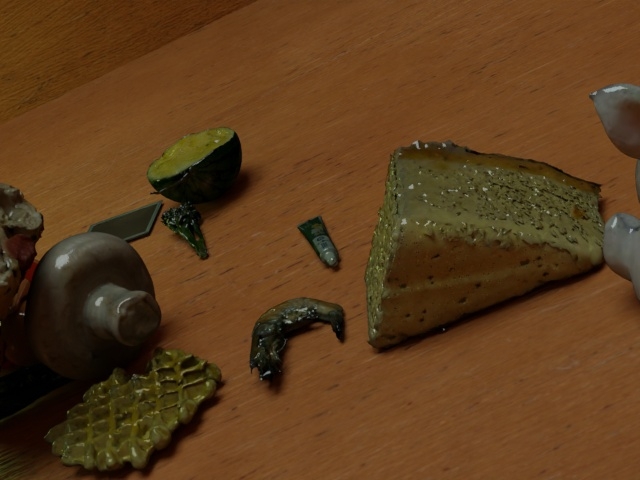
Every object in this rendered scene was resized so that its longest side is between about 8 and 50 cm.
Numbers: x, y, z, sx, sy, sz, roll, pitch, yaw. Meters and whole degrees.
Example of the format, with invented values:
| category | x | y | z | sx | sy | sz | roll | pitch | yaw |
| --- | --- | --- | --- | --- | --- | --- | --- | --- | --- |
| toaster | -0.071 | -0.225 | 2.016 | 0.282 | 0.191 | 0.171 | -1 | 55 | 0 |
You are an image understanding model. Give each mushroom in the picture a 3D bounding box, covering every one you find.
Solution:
| category | x | y | z | sx | sy | sz | roll | pitch | yaw |
| --- | --- | --- | --- | --- | --- | --- | --- | --- | --- |
| mushroom | -0.346 | 0.112 | 1.782 | 0.244 | 0.243 | 0.243 | -21 | 27 | 11 |

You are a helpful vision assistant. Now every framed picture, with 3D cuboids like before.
| category | x | y | z | sx | sy | sz | roll | pitch | yaw |
| --- | --- | --- | --- | --- | --- | --- | --- | --- | --- |
| framed picture | -0.428 | -0.022 | 2.352 | 0.183 | 0.011 | 0.142 | -18 | 27 | 16 |

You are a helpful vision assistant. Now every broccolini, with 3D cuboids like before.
| category | x | y | z | sx | sy | sz | roll | pitch | yaw |
| --- | --- | --- | --- | --- | --- | --- | --- | --- | --- |
| broccolini | -0.253 | -0.023 | 2.140 | 0.074 | 0.058 | 0.201 | -37 | 26 | -6 |

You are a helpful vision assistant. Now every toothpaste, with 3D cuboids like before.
| category | x | y | z | sx | sy | sz | roll | pitch | yaw |
| --- | --- | --- | --- | --- | --- | --- | --- | --- | --- |
| toothpaste | 0.000 | 0.000 | 1.900 | 0.049 | 0.031 | 0.204 | -26 | 24 | -2 |

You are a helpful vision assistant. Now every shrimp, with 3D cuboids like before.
| category | x | y | z | sx | sy | sz | roll | pitch | yaw |
| --- | --- | --- | --- | --- | --- | --- | --- | --- | --- |
| shrimp | -0.037 | 0.142 | 1.660 | 0.150 | 0.051 | 0.217 | -12 | 25 | 12 |

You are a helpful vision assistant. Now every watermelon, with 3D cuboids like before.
| category | x | y | z | sx | sy | sz | roll | pitch | yaw |
| --- | --- | --- | --- | --- | --- | --- | --- | --- | --- |
| watermelon | -0.247 | -0.142 | 2.271 | 0.204 | 0.127 | 0.232 | -27 | 24 | -1 |

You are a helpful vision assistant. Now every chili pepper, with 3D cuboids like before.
| category | x | y | z | sx | sy | sz | roll | pitch | yaw |
| --- | --- | --- | --- | --- | --- | --- | --- | --- | --- |
| chili pepper | -0.490 | 0.252 | 1.863 | 0.227 | 0.088 | 0.059 | -20 | 29 | -6 |

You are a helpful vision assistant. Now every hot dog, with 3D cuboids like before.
| category | x | y | z | sx | sy | sz | roll | pitch | yaw |
| --- | --- | --- | --- | --- | --- | --- | --- | --- | --- |
| hot dog | -0.564 | 0.121 | 1.706 | 0.365 | 0.196 | 0.367 | -59 | 20 | 19 |

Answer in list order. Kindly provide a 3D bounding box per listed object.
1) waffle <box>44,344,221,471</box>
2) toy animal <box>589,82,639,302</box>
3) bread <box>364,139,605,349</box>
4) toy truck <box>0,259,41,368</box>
| category | x | y | z | sx | sy | sz | roll | pitch | yaw |
| --- | --- | --- | --- | --- | --- | --- | --- | --- | --- |
| waffle | -0.285 | 0.256 | 1.668 | 0.261 | 0.056 | 0.250 | 5 | 41 | 44 |
| toy animal | 0.420 | -0.056 | 1.263 | 0.241 | 0.367 | 0.196 | 15 | 50 | 38 |
| bread | 0.223 | 0.026 | 1.614 | 0.315 | 0.279 | 0.248 | 17 | 30 | -8 |
| toy truck | -0.572 | 0.152 | 1.983 | 0.265 | 0.189 | 0.239 | -24 | 35 | 5 |
